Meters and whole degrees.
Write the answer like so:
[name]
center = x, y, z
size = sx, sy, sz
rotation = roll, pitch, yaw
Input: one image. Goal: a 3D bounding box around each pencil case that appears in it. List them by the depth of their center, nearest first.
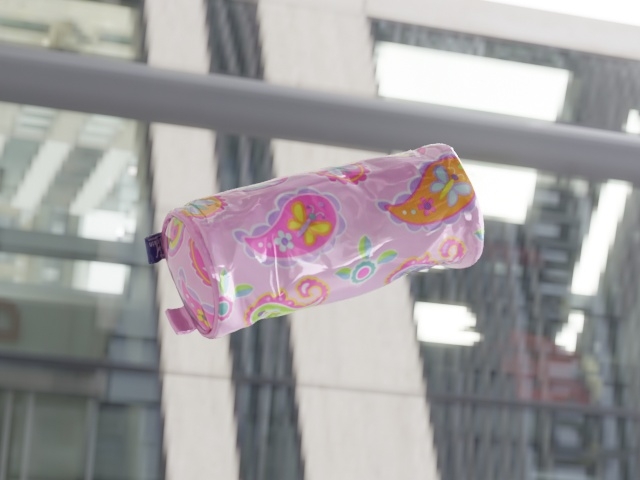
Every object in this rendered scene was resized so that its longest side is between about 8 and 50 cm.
[pencil case]
center = 0.000, 0.000, 1.491
size = 0.124, 0.284, 0.124
rotation = 45, -37, 48
